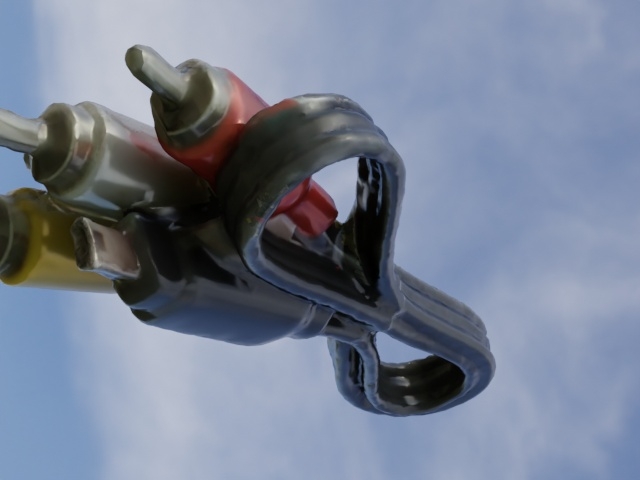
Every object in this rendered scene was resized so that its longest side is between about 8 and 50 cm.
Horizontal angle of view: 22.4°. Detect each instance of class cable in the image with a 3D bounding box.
[{"bbox_3d":[0.000,0.000,0.587,0.139,0.287,0.072,-31,-116,24],"label":"cable"}]
